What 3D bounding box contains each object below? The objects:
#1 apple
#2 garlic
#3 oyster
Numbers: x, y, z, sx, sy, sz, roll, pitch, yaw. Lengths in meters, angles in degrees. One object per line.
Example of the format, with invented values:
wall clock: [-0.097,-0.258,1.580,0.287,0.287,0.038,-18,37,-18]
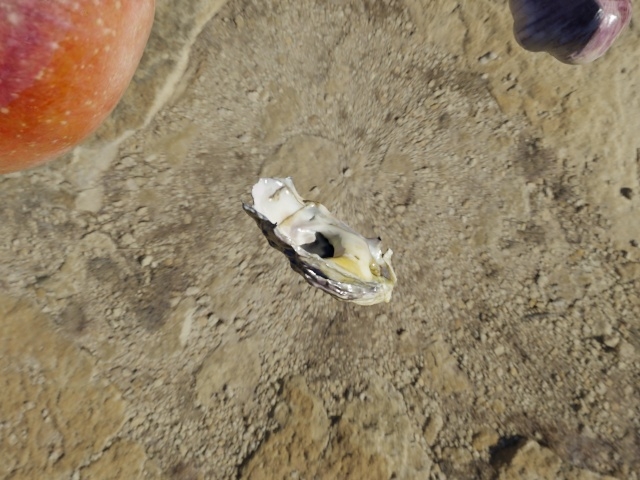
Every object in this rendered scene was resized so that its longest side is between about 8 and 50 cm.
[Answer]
apple: [-0.177,-0.131,0.369,0.201,0.162,0.201,0,92,14]
garlic: [0.281,-0.270,0.795,0.159,0.102,0.147,-16,80,-34]
oyster: [-0.008,0.006,1.142,0.100,0.275,0.271,-39,78,32]
